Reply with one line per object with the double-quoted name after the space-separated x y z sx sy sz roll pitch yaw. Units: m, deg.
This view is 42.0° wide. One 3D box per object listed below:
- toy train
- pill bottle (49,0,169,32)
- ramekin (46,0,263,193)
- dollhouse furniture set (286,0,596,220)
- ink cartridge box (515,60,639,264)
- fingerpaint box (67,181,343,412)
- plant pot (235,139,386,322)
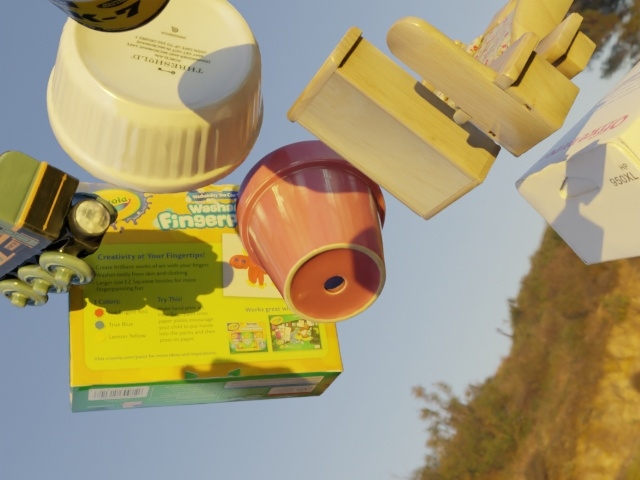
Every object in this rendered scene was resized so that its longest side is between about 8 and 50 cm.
-0.424 -0.009 1.174 0.190 0.334 0.142 31 -121 -29 "toy train"
-0.179 -0.236 0.647 0.208 0.119 0.119 -128 56 -85 "pill bottle"
-0.193 -0.201 1.014 0.273 0.273 0.127 -54 -5 -33 "ramekin"
0.144 -0.221 0.819 0.355 0.174 0.303 -58 9 -27 "dollhouse furniture set"
0.478 -0.163 1.064 0.395 0.166 0.285 -43 2 -12 "ink cartridge box"
-0.217 0.093 1.474 0.163 0.445 0.370 121 144 -59 "fingerpaint box"
0.000 0.000 1.071 0.180 0.202 0.201 -110 16 -51 "plant pot"
